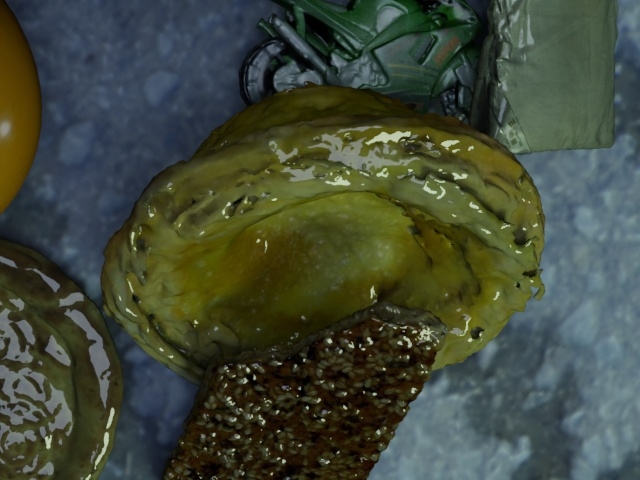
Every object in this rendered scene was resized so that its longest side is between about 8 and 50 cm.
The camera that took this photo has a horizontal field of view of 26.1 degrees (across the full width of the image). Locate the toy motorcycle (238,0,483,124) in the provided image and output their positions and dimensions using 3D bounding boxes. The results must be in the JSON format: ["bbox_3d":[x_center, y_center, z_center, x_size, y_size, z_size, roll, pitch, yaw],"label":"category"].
[{"bbox_3d":[0.040,-0.125,0.916,0.190,0.074,0.106,2,96,-13],"label":"toy motorcycle"}]

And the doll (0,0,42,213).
[{"bbox_3d":[-0.248,-0.112,0.827,0.213,0.213,0.236,41,77,-10],"label":"doll"}]

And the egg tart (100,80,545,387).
[{"bbox_3d":[0.000,0.000,0.871,0.288,0.288,0.118,-5,53,-4],"label":"egg tart"}]

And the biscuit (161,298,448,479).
[{"bbox_3d":[-0.017,0.115,0.896,0.131,0.026,0.237,15,134,-11],"label":"biscuit"}]

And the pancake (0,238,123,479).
[{"bbox_3d":[-0.257,0.114,0.932,0.250,0.031,0.250,-1,98,-8],"label":"pancake"}]

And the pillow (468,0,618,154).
[{"bbox_3d":[0.158,-0.170,0.912,0.148,0.050,0.230,-6,104,-48],"label":"pillow"}]
